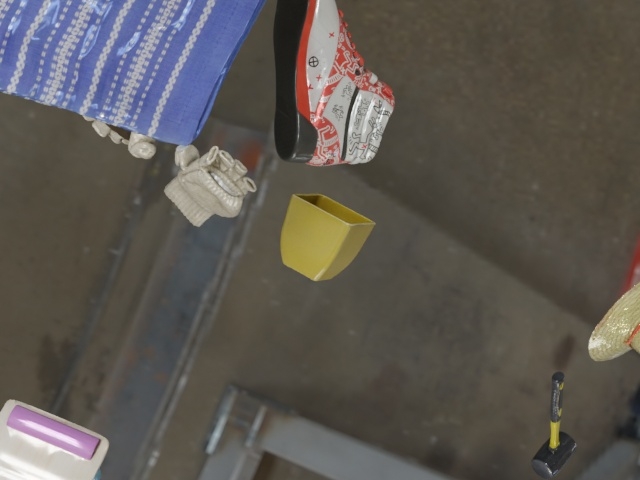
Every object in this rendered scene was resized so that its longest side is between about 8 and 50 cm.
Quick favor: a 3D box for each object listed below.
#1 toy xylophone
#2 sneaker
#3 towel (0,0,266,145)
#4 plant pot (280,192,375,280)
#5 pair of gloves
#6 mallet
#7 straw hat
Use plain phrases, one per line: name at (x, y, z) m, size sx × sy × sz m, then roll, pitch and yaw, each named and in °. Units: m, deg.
toy xylophone at (-0.282, 0.321, 1.593) m, size 0.323 × 0.236 × 0.081 m, roll -60°, pitch -178°, yaw 41°
sneaker at (0.021, -0.229, 1.967) m, size 0.145 × 0.090 × 0.270 m, roll 3°, pitch 89°, yaw -30°
towel at (-0.167, -0.205, 1.146) m, size 0.336 × 0.040 × 0.243 m, roll 14°, pitch 111°, yaw -49°
plant pot at (0.000, 0.000, 1.757) m, size 0.083 × 0.081 × 0.081 m, roll -66°, pitch 159°, yaw 11°
pair of gloves at (-0.198, -0.116, 1.991) m, size 0.240 × 0.204 × 0.042 m, roll 49°, pitch 61°, yaw -14°
mallet at (0.294, 0.238, 1.943) m, size 0.062 × 0.039 × 0.190 m, roll -48°, pitch 148°, yaw -23°
straw hat at (0.332, 0.090, 1.481) m, size 0.144 × 0.061 × 0.144 m, roll -28°, pitch 150°, yaw -18°
